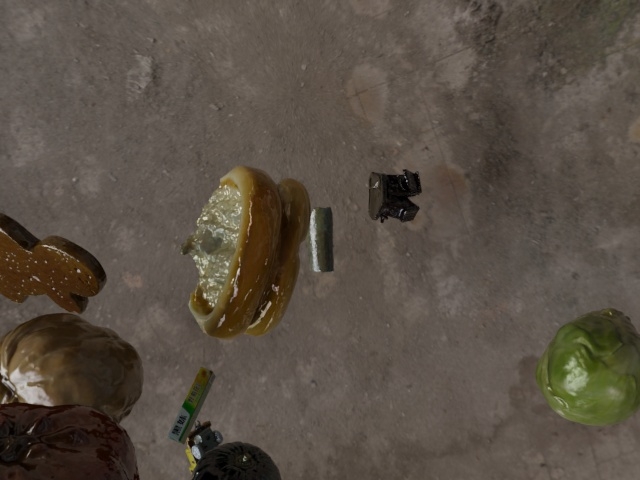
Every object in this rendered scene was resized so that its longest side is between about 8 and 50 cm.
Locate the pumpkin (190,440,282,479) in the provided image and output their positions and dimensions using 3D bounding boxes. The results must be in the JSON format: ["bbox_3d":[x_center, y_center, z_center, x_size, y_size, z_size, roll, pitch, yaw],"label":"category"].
[{"bbox_3d":[-0.178,0.519,1.069,0.202,0.202,0.140,14,104,-7],"label":"pumpkin"}]

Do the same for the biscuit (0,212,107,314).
[{"bbox_3d":[-0.610,0.047,1.072,0.432,0.064,0.283,-4,132,30],"label":"biscuit"}]

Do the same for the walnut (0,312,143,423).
[{"bbox_3d":[-0.503,0.282,0.978,0.297,0.285,0.285,-9,107,17],"label":"walnut"}]

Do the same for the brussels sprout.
[{"bbox_3d":[0.672,0.315,1.237,0.243,0.317,0.273,10,110,40],"label":"brussels sprout"}]

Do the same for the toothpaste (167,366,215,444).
[{"bbox_3d":[-0.313,0.402,1.221,0.037,0.043,0.178,18,62,9],"label":"toothpaste"}]

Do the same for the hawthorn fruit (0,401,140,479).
[{"bbox_3d":[-0.334,0.355,0.545,0.287,0.287,0.330,3,103,-4],"label":"hawthorn fruit"}]

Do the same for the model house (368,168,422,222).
[{"bbox_3d":[0.255,-0.147,1.680,0.164,0.141,0.203,11,67,-15],"label":"model house"}]

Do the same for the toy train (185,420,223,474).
[{"bbox_3d":[-0.330,0.622,1.432,0.127,0.089,0.219,-23,91,40],"label":"toy train"}]

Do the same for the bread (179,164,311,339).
[{"bbox_3d":[-0.187,0.032,1.249,0.245,0.329,0.423,13,88,-48],"label":"bread"}]

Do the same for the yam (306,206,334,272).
[{"bbox_3d":[0.000,0.000,1.929,0.106,0.106,0.259,-2,93,-2],"label":"yam"}]
